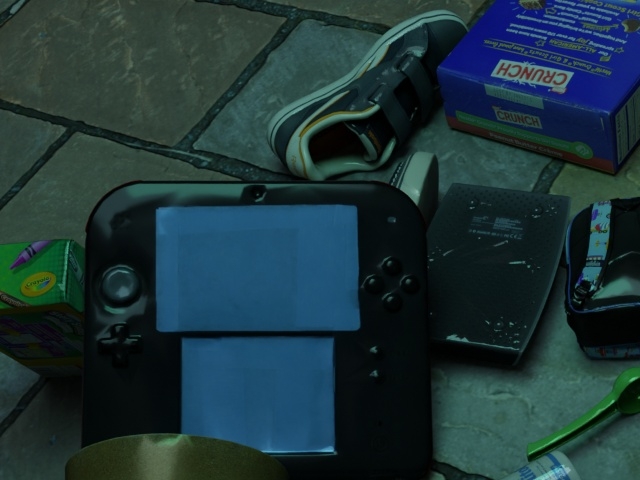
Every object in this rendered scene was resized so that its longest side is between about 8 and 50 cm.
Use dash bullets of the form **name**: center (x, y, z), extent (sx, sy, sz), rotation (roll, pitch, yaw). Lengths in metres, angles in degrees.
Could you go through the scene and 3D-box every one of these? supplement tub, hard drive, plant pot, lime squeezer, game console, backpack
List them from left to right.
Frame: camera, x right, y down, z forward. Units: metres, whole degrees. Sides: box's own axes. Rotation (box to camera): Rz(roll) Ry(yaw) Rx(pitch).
- **plant pot**: center (-0.153, 0.359, 1.465), extent (0.237, 0.237, 0.254), rotation (-7, 60, 14)
- **game console**: center (-0.070, 0.101, 1.610), extent (0.386, 0.060, 0.342), rotation (0, 74, -3)
- **hard drive**: center (0.201, 0.040, 1.739), extent (0.172, 0.054, 0.255), rotation (8, 49, 20)
- **supplement tub**: center (0.219, 0.272, 1.498), extent (0.107, 0.071, 0.071), rotation (-27, 43, -8)
- **backpack**: center (0.358, 0.035, 1.649), extent (0.158, 0.117, 0.173), rotation (-8, 45, 14)
- **lime squeezer**: center (0.377, 0.178, 1.534), extent (0.310, 0.059, 0.110), rotation (-4, 29, 15)

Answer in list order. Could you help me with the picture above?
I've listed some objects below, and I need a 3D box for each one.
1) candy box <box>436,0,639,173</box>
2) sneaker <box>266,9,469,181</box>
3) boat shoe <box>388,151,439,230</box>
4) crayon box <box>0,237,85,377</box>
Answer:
- **candy box**: center (0.355, -0.260, 1.944), extent (0.268, 0.122, 0.317), rotation (21, 56, 34)
- **sneaker**: center (0.087, -0.185, 1.969), extent (0.321, 0.126, 0.127), rotation (-36, 40, -1)
- **boat shoe**: center (0.039, 0.016, 1.776), extent (0.158, 0.127, 0.340), rotation (8, 50, 17)
- **crayon box**: center (-0.317, 0.088, 1.729), extent (0.165, 0.278, 0.081), rotation (-5, 68, 15)
